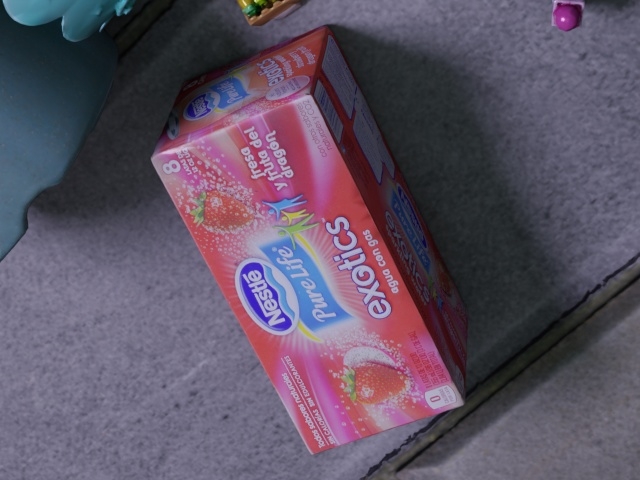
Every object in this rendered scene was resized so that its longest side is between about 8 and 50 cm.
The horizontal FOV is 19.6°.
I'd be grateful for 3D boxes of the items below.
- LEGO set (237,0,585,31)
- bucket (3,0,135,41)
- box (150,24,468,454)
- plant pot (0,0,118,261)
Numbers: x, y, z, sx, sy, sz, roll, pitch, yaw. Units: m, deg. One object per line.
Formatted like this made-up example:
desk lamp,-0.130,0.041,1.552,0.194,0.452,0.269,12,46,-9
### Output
LEGO set,0.065,-0.216,1.407,0.287,0.107,0.132,-1,117,7
bucket,-0.193,-0.302,1.311,0.183,0.281,0.281,-41,107,20
box,0.000,0.000,1.504,0.142,0.154,0.300,-20,115,16
plant pot,-0.356,-0.140,1.387,0.334,0.341,0.341,35,116,-21
